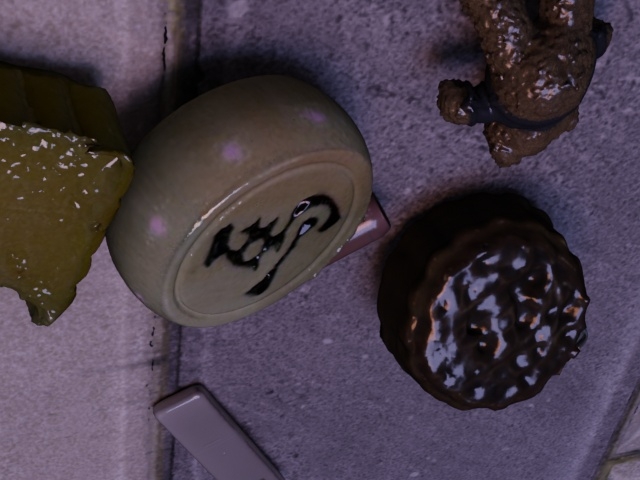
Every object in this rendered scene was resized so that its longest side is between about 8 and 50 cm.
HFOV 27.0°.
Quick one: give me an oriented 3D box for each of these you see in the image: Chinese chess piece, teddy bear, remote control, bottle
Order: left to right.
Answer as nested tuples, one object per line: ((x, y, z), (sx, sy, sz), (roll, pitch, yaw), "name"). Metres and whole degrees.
((-0.117, 0.247, 1.594), (0.067, 0.029, 0.261), (-26, 139, 6), "remote control")
((-0.070, -0.031, 1.189), (0.250, 0.101, 0.250), (-29, 152, -17), "Chinese chess piece")
((0.000, 0.000, 1.341), (0.140, 0.053, 0.053), (-28, 141, 8), "bottle")
((0.188, -0.160, 1.185), (0.182, 0.129, 0.251), (-17, 140, -3), "teddy bear")

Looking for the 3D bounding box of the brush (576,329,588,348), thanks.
((0.218, 0.109, 1.561), (0.297, 0.060, 0.068), (14, 126, -36), "brush")

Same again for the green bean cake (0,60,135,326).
((-0.298, -0.043, 1.100), (0.236, 0.124, 0.233), (7, 132, -31), "green bean cake")

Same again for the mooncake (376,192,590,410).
((0.175, 0.068, 1.402), (0.228, 0.124, 0.228), (-8, 117, -16), "mooncake")
